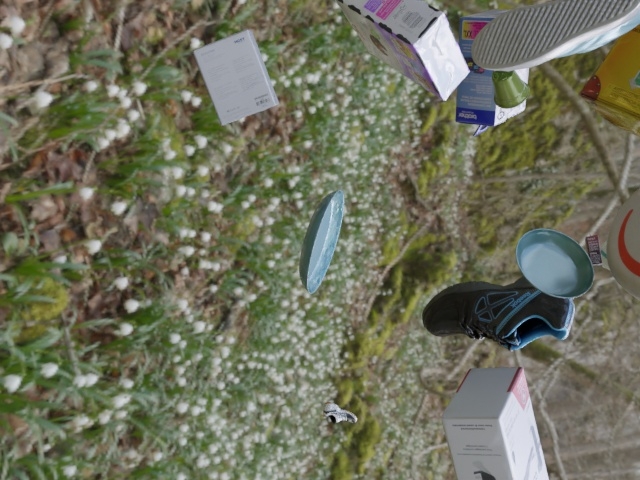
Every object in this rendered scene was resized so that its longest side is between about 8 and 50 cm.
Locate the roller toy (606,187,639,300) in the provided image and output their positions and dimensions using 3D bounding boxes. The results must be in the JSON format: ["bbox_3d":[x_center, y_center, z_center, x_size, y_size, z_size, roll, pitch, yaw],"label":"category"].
[{"bbox_3d":[0.501,0.012,0.897,0.146,0.191,0.210,28,54,-29],"label":"roller toy"}]

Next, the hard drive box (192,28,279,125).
[{"bbox_3d":[-0.248,-0.483,1.998,0.089,0.181,0.232,-79,150,-76],"label":"hard drive box"}]

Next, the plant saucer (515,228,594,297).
[{"bbox_3d":[0.338,0.037,0.983,0.021,0.119,0.119,107,-26,-55],"label":"plant saucer"}]

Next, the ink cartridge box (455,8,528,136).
[{"bbox_3d":[0.567,-0.538,2.200,0.270,0.151,0.396,-30,124,-46],"label":"ink cartridge box"}]

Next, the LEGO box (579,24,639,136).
[{"bbox_3d":[0.949,-0.391,1.604,0.193,0.373,0.500,24,15,-39],"label":"LEGO box"}]

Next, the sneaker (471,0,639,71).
[{"bbox_3d":[0.514,-0.436,1.438,0.150,0.365,0.135,13,72,-53],"label":"sneaker"}]

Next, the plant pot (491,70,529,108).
[{"bbox_3d":[0.429,-0.361,1.547,0.079,0.083,0.083,45,25,-47],"label":"plant pot"}]

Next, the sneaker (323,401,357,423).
[{"bbox_3d":[0.040,0.380,1.448,0.032,0.083,0.037,-37,-151,54],"label":"sneaker"}]

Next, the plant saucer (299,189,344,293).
[{"bbox_3d":[0.000,0.000,1.986,0.317,0.043,0.318,16,90,-78],"label":"plant saucer"}]

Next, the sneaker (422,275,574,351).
[{"bbox_3d":[0.366,0.163,1.432,0.125,0.340,0.140,44,42,-34],"label":"sneaker"}]

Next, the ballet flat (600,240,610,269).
[{"bbox_3d":[1.022,0.103,1.981,0.139,0.400,0.139,18,90,-84],"label":"ballet flat"}]

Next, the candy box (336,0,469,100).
[{"bbox_3d":[0.132,-0.337,1.098,0.196,0.070,0.165,43,3,32],"label":"candy box"}]

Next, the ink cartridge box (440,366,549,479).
[{"bbox_3d":[0.336,0.405,1.268,0.197,0.114,0.273,-33,112,-56],"label":"ink cartridge box"}]

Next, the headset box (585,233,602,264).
[{"bbox_3d":[0.714,0.023,1.760,0.062,0.032,0.083,16,66,-71],"label":"headset box"}]
